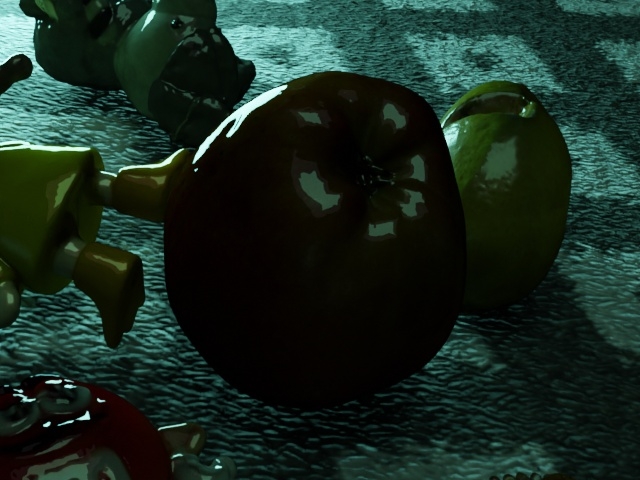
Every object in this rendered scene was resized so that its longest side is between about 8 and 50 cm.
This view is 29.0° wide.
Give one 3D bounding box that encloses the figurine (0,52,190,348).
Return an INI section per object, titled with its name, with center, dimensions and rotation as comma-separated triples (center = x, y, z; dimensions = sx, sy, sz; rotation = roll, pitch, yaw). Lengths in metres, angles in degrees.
[figurine]
center = -0.281, -0.053, 0.927
dimensions = 0.343, 0.187, 0.215
rotation = 17, 43, 2

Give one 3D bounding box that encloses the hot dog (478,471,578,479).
[hot dog]
center = 0.153, 0.223, 0.652
dimensions = 0.144, 0.075, 0.268
rotation = -7, 36, -29

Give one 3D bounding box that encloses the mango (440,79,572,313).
[mango]
center = 0.139, -0.047, 1.033
dimensions = 0.130, 0.167, 0.262
rotation = 23, 27, -3

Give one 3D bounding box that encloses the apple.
[apple]
center = 0.000, 0.002, 0.848
dimensions = 0.234, 0.234, 0.234
rotation = 6, 31, -4

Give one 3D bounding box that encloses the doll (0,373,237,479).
[doll]
center = -0.135, 0.148, 0.704
dimensions = 0.183, 0.085, 0.217
rotation = -10, 44, -26

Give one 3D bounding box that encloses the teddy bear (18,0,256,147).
[teddy bear]
center = -0.150, -0.193, 1.219
dimensions = 0.251, 0.144, 0.171
rotation = 25, 20, 21
